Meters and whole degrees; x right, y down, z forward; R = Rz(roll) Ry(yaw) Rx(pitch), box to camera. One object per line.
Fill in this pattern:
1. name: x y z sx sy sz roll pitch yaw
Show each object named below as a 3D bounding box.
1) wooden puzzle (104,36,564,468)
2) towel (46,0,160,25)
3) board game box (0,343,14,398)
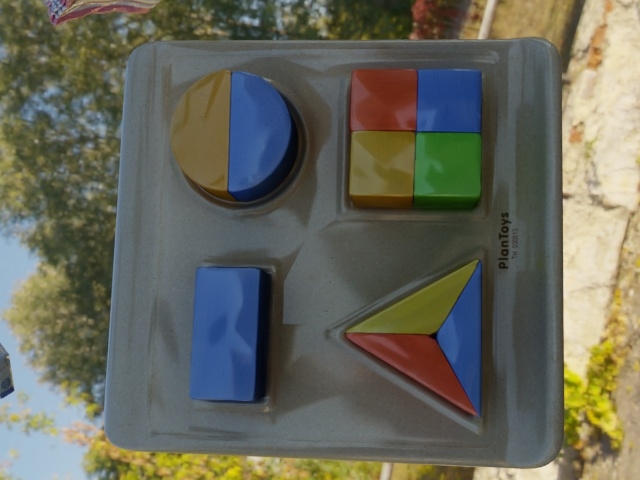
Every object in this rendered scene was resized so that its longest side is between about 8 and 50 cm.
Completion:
1. wooden puzzle: 0.000 0.000 0.609 0.080 0.348 0.322 35 -124 -78
2. towel: -0.225 -0.299 0.965 0.197 0.144 0.029 -10 97 56
3. board game box: -0.360 0.114 0.877 0.020 0.090 0.090 -33 -20 -33
